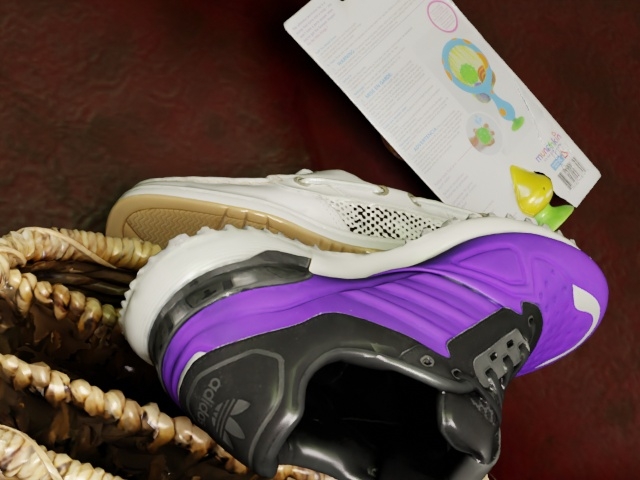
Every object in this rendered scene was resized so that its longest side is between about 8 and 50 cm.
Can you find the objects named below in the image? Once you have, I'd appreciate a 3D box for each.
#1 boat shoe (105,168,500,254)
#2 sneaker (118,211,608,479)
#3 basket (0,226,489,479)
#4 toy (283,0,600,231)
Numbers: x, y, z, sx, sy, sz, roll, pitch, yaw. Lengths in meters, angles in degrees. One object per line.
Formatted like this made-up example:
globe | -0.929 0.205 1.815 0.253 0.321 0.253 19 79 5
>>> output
boat shoe | 0.000 0.000 0.953 0.277 0.098 0.096 12 42 -12
sneaker | 0.054 0.069 0.738 0.293 0.102 0.146 -3 37 -36
basket | -0.059 0.097 0.792 0.299 0.223 0.213 22 57 -11
toy | 0.083 -0.089 1.053 0.237 0.056 0.137 45 52 -2
